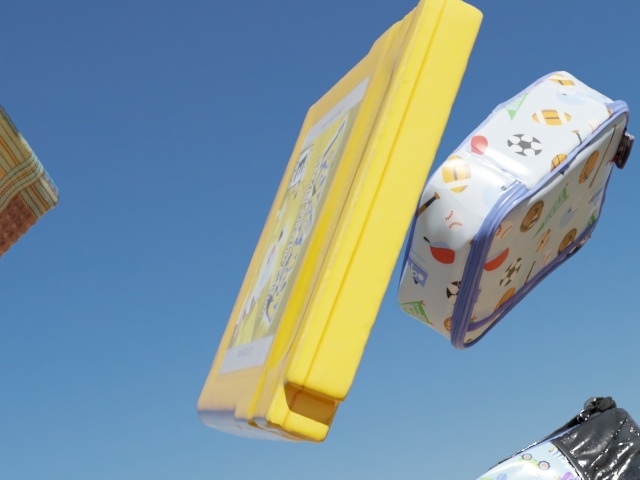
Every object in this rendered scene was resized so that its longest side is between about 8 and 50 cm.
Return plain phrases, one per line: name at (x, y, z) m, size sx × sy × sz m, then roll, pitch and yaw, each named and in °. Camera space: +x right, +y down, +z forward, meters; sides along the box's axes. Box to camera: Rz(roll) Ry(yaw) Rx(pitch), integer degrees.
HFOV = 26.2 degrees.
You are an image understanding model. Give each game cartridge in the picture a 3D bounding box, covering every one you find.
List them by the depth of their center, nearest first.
game cartridge at (0.000, 0.000, 0.960) m, size 0.052 × 0.285 × 0.323 m, roll 22°, pitch -12°, yaw -8°

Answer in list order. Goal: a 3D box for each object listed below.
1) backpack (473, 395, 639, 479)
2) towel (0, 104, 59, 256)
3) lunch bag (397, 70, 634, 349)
backpack at (0.176, 0.222, 1.039) m, size 0.173 × 0.117 × 0.158 m, roll -21°, pitch -41°, yaw -24°
towel at (-0.450, -0.069, 1.488) m, size 0.271 × 0.040 × 0.370 m, roll -47°, pitch -36°, yaw -16°
lunch bag at (0.214, -0.031, 1.476) m, size 0.303 × 0.115 × 0.243 m, roll -34°, pitch -34°, yaw -38°
